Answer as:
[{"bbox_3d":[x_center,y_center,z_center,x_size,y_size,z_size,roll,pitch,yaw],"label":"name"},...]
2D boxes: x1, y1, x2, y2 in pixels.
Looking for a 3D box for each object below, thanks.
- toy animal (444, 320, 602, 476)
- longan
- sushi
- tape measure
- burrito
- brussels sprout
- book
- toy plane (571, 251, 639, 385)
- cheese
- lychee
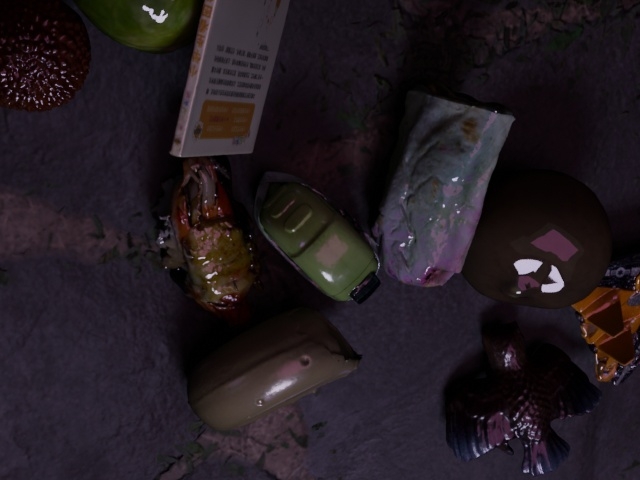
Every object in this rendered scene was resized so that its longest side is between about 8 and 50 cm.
[{"bbox_3d":[0.261,0.197,1.421,0.218,0.116,0.180,-19,115,-9],"label":"toy animal"},{"bbox_3d":[0.254,-0.002,1.321,0.189,0.189,0.189,-7,110,-21],"label":"longan"},{"bbox_3d":[-0.127,0.008,1.205,0.097,0.103,0.226,-37,121,-42],"label":"sushi"},{"bbox_3d":[0.000,0.000,1.228,0.087,0.154,0.177,-46,114,0],"label":"tape measure"},{"bbox_3d":[0.125,-0.061,1.259,0.089,0.144,0.229,1,109,-49],"label":"burrito"},{"bbox_3d":[-0.167,-0.254,1.057,0.180,0.161,0.144,8,99,-36],"label":"brussels sprout"},{"bbox_3d":[-0.072,-0.228,1.094,0.020,0.208,0.296,17,99,13],"label":"book"},{"bbox_3d":[0.469,0.039,1.471,0.316,0.103,0.204,-37,120,-15],"label":"toy plane"},{"bbox_3d":[-0.063,0.148,1.252,0.202,0.175,0.091,-28,78,12],"label":"cheese"},{"bbox_3d":[-0.280,-0.181,1.052,0.123,0.129,0.123,0,92,7],"label":"lychee"}]
